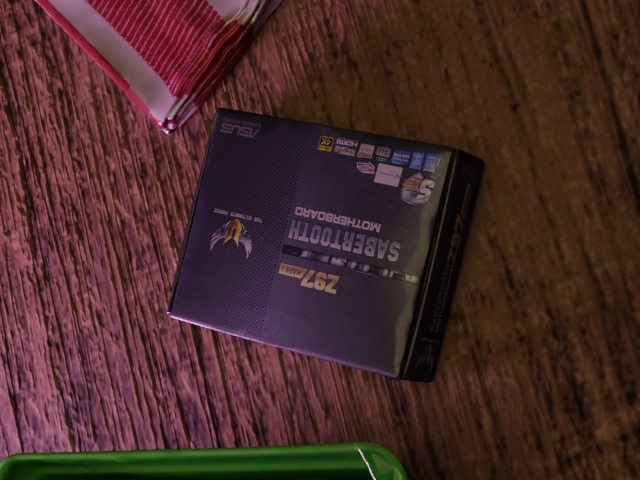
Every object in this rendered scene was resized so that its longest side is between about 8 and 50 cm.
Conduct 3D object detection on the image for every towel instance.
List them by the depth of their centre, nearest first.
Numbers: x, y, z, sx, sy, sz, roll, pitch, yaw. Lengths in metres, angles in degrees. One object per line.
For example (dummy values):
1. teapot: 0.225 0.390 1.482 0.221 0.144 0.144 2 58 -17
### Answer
1. towel: -0.108 -0.288 1.225 0.237 0.037 0.329 46 105 28

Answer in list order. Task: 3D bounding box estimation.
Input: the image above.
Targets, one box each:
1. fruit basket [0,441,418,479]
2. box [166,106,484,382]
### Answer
1. fruit basket: -0.109 0.284 0.939 0.392 0.392 0.282 -7 78 29
2. box: 0.000 0.000 1.100 0.233 0.059 0.183 13 90 31
